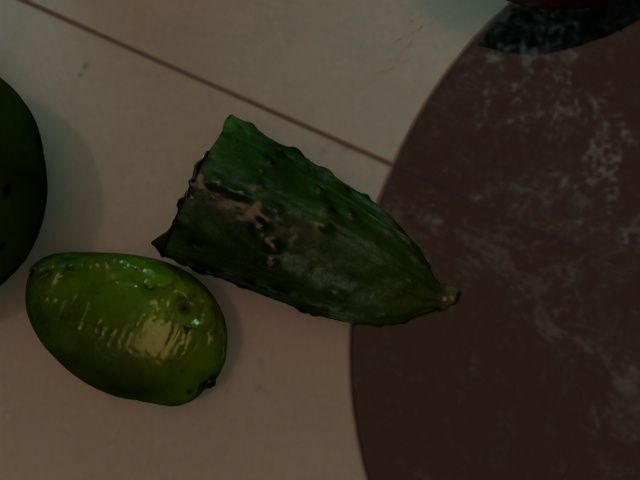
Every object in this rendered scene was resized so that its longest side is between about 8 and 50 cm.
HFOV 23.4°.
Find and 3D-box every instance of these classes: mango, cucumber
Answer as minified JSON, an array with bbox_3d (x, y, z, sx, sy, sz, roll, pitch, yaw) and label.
[{"bbox_3d":[-0.158,0.066,1.258,0.178,0.100,0.119,23,96,10],"label":"mango"},{"bbox_3d":[-0.001,0.003,1.247,0.244,0.134,0.134,24,88,0],"label":"cucumber"}]

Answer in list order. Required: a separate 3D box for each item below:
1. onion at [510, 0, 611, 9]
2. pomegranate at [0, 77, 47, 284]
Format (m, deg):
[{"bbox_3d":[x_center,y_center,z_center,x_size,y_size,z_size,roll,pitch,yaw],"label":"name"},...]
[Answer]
[{"bbox_3d":[0.219,-0.338,1.155,0.347,0.285,0.347,-4,107,-15],"label":"onion"},{"bbox_3d":[-0.350,-0.074,1.231,0.236,0.236,0.302,-37,59,0],"label":"pomegranate"}]
